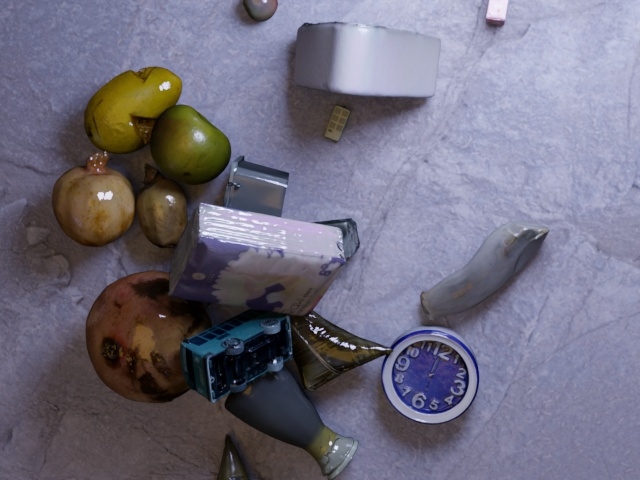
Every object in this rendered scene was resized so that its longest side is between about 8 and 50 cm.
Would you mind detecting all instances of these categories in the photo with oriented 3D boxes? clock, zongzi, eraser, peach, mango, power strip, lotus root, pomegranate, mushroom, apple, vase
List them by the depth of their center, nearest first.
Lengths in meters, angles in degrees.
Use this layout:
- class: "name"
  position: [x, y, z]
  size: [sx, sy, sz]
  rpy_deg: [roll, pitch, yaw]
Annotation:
- class: "eraser"
  position: [0.085, -0.387, 1.740]
  size: [0.331, 0.331, 0.150]
  rpy_deg: [8, 100, 9]
- class: "mushroom"
  position: [0.377, 0.071, 1.864]
  size: [0.351, 0.097, 0.109]
  rpy_deg: [-43, 88, 16]
- class: "peach"
  position: [-0.139, -0.553, 1.875]
  size: [0.083, 0.083, 0.083]
  rpy_deg: [2, 99, 10]
- class: "apple"
  position: [-0.308, -0.221, 1.898]
  size: [0.196, 0.196, 0.157]
  rpy_deg: [40, 102, 3]
- class: "power strip"
  position: [0.040, -0.278, 1.912]
  size: [0.040, 0.016, 0.090]
  rpy_deg: [23, 101, 6]
- class: "clock"
  position: [0.263, 0.320, 1.929]
  size: [0.230, 0.083, 0.230]
  rpy_deg: [1, 96, 11]
- class: "zongzi"
  position: [0.021, 0.206, 1.937]
  size: [0.241, 0.111, 0.247]
  rpy_deg: [-27, 87, 16]
- class: "mango"
  position: [-0.451, -0.319, 1.943]
  size: [0.262, 0.130, 0.167]
  rpy_deg: [-44, 94, 9]
- class: "pomegranate"
  position: [-0.412, 0.234, 1.944]
  size: [0.322, 0.322, 0.322]
  rpy_deg: [2, 99, 10]
- class: "pomegranate"
  position: [-0.552, -0.088, 1.960]
  size: [0.207, 0.207, 0.207]
  rpy_deg: [2, 99, 10]
- class: "vase"
  position: [-0.065, 0.441, 1.970]
  size: [0.321, 0.173, 0.173]
  rpy_deg: [42, 103, -3]
- class: "lotus root"
  position: [-0.390, -0.083, 1.973]
  size: [0.125, 0.118, 0.221]
  rpy_deg: [-12, 99, -5]
- class: "zongzi"
  position: [-0.276, 0.682, 2.070]
  size: [0.260, 0.123, 0.289]
  rpy_deg: [-31, 82, 16]

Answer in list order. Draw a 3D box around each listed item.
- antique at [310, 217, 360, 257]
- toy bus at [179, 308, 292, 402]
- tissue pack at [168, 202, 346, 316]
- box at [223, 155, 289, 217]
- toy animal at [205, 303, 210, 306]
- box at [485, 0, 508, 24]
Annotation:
- class: "antique"
  position: [0.000, 0.000, 1.925]
  size: [0.183, 0.088, 0.086]
  rpy_deg: [-7, 98, 11]
- class: "toy bus"
  position: [-0.195, 0.255, 1.844]
  size: [0.147, 0.256, 0.128]
  rpy_deg: [14, 116, 40]
- class: "tissue pack"
  position: [-0.139, 0.050, 1.776]
  size: [0.344, 0.125, 0.242]
  rpy_deg: [11, 139, -21]
- class: "box"
  position: [-0.148, -0.101, 1.869]
  size: [0.135, 0.243, 0.163]
  rpy_deg: [12, 99, -3]
- class: "toy animal"
  position: [-0.221, 0.069, 1.942]
  size: [0.272, 0.160, 0.197]
  rpy_deg: [28, 98, -20]
- class: "box"
  position: [0.395, -0.543, 1.771]
  size: [0.043, 0.089, 0.125]
  rpy_deg: [10, 99, 10]
